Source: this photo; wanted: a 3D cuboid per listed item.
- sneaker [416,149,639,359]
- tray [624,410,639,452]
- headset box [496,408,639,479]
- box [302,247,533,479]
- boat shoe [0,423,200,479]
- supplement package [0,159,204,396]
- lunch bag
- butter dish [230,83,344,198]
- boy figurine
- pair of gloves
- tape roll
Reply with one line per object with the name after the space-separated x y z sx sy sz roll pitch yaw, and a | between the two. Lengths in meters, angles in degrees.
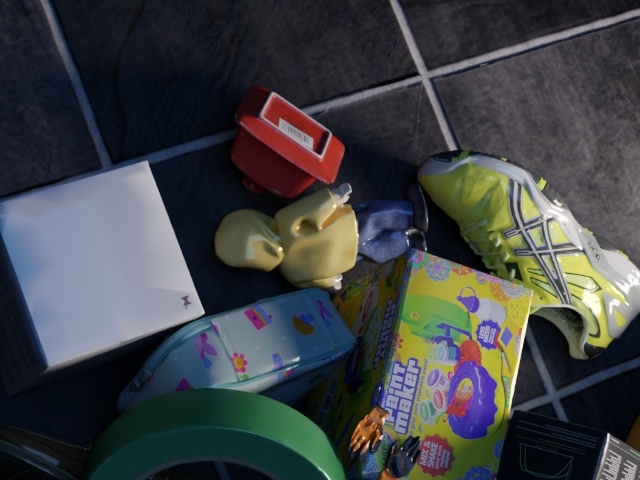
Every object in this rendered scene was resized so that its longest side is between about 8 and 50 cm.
0.290 0.016 2.107 0.385 0.145 0.147 36 67 -7 | sneaker
0.531 0.231 2.106 0.076 0.203 0.411 36 67 -9 | tray
0.303 0.382 1.860 0.246 0.131 0.283 31 74 -54 | headset box
0.109 0.197 1.919 0.177 0.279 0.290 19 71 -15 | box
-0.274 0.294 1.857 0.307 0.111 0.104 32 55 -18 | boat shoe
-0.295 0.052 1.815 0.199 0.263 0.198 -18 84 -24 | supplement package
-0.112 0.167 1.858 0.279 0.224 0.108 -15 69 -40 | lunch bag
-0.063 -0.114 2.031 0.160 0.118 0.160 35 24 -8 | butter dish
0.000 0.000 2.010 0.285 0.177 0.092 -8 43 -5 | boy figurine
0.074 0.240 1.738 0.083 0.010 0.074 40 68 -5 | pair of gloves
-0.124 0.322 1.747 0.321 0.321 0.077 24 28 -13 | tape roll
